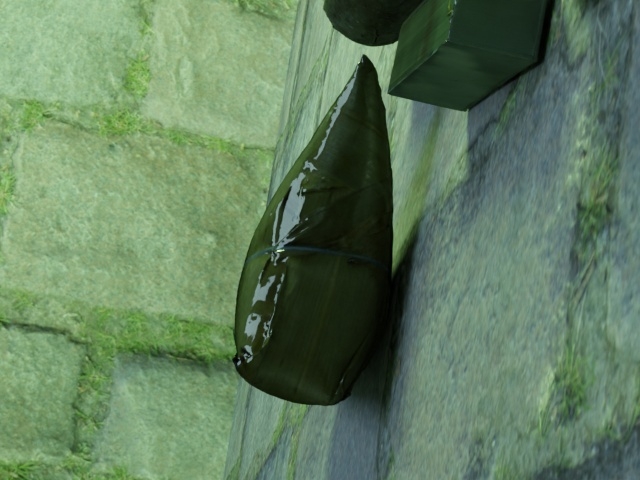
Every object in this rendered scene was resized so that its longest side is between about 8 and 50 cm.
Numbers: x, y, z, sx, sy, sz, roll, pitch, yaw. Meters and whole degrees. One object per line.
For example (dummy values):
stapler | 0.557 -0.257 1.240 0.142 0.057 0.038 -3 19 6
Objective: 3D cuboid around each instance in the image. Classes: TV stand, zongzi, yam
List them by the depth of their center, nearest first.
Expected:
TV stand | 0.138 -0.191 1.521 0.269 0.088 0.082 156 126 -80
zongzi | 0.000 0.000 1.913 0.356 0.174 0.393 139 143 -83
yam | 0.083 -0.326 1.914 0.254 0.154 0.154 136 145 -71
